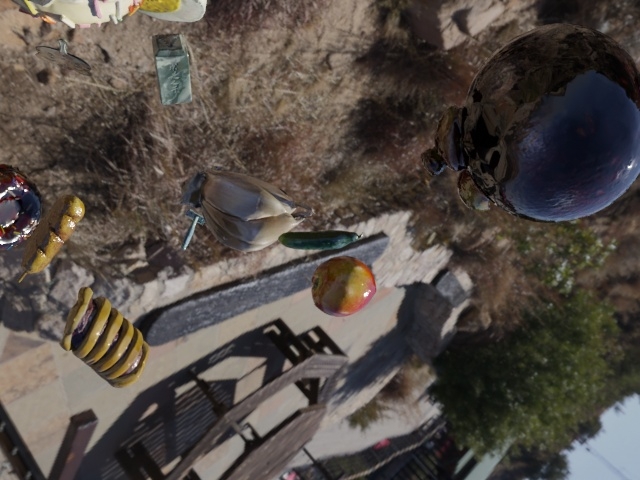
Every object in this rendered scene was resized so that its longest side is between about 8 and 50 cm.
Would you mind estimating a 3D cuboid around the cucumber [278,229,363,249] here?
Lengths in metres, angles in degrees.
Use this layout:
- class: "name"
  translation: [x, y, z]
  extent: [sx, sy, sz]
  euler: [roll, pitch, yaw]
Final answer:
- class: "cucumber"
  translation: [0.000, 0.000, 0.978]
  extent: [0.155, 0.037, 0.037]
  euler: [-2, 150, 3]

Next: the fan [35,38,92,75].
- class: "fan"
  translation: [-0.684, -0.493, 1.443]
  extent: [0.152, 0.226, 0.008]
  euler: [17, 82, -21]

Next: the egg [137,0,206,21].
- class: "egg"
  translation: [-0.497, -0.839, 1.698]
  extent: [0.337, 0.337, 0.201]
  euler: [12, 90, -62]

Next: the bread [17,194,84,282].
- class: "bread"
  translation: [-0.887, -0.002, 1.777]
  extent: [0.084, 0.124, 0.344]
  euler: [31, 97, -43]

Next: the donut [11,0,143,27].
- class: "donut"
  translation: [-0.589, -0.649, 1.286]
  extent: [0.382, 0.383, 0.142]
  euler: [-30, 159, -33]

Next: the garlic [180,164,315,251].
- class: "garlic"
  translation: [-0.165, -0.088, 1.249]
  extent: [0.237, 0.291, 0.210]
  euler: [131, -19, -61]

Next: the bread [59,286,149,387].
- class: "bread"
  translation: [-0.447, 0.207, 1.139]
  extent: [0.134, 0.081, 0.225]
  euler: [-79, 151, -43]

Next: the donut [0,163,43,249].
- class: "donut"
  translation: [-0.812, -0.077, 1.388]
  extent: [0.235, 0.089, 0.235]
  euler: [-55, 158, -35]

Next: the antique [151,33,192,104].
- class: "antique"
  translation: [-0.402, -0.466, 1.472]
  extent: [0.088, 0.086, 0.183]
  euler: [-10, 151, -15]

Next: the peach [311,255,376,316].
- class: "peach"
  translation: [0.071, 0.136, 1.624]
  extent: [0.197, 0.197, 0.197]
  euler: [-37, 154, -22]

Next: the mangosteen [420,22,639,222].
- class: "mangosteen"
  translation: [0.242, -0.126, 0.643]
  extent: [0.265, 0.228, 0.228]
  euler: [-11, 176, 34]

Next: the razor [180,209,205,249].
- class: "razor"
  translation: [-0.397, -0.027, 1.656]
  extent: [0.040, 0.068, 0.135]
  euler: [-39, -150, 45]
